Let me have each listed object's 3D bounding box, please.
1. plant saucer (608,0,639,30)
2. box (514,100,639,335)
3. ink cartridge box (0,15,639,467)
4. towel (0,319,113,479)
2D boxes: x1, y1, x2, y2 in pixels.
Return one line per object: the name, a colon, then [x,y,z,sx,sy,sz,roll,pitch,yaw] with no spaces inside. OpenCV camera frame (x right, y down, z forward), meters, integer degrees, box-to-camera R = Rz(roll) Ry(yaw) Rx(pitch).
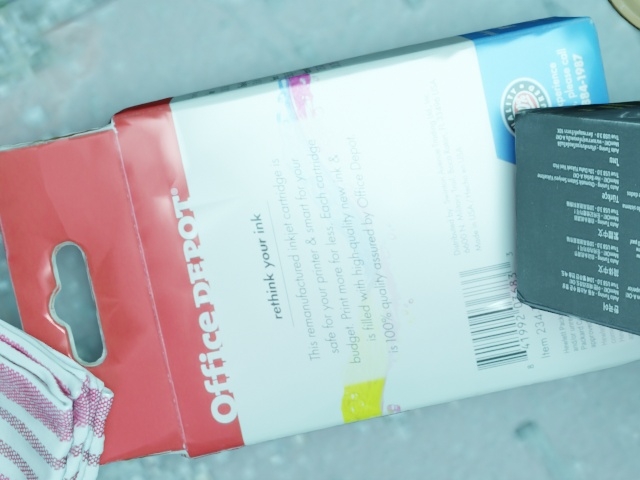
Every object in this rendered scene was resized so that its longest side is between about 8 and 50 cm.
plant saucer: [0.151,-0.120,0.745,0.084,0.013,0.083,0,97,-3]
box: [0.244,-0.005,0.581,0.242,0.307,0.076,-6,100,-28]
ink cartridge box: [0.000,0.000,0.723,0.231,0.078,0.134,-11,98,-1]
towel: [-0.165,0.110,0.715,0.144,0.029,0.197,24,112,18]
